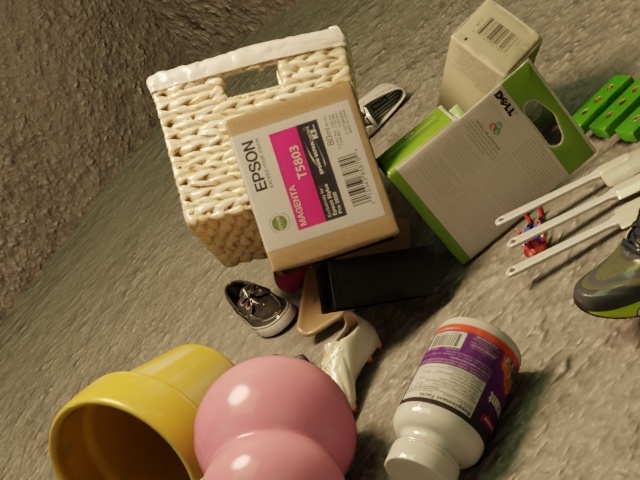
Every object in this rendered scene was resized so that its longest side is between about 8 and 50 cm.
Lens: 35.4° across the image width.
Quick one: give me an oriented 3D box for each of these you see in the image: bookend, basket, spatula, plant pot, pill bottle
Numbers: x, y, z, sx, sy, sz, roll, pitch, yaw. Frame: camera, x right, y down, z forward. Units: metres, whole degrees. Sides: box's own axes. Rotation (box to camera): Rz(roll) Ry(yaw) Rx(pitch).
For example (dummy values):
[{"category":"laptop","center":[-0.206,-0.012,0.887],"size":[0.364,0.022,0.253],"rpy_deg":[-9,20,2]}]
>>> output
[{"category":"bookend","center":[0.081,0.060,1.487],"size":[0.157,0.072,0.156],"rpy_deg":[-8,-6,-7]},{"category":"basket","center":[-0.076,-0.139,1.672],"size":[0.328,0.266,0.331],"rpy_deg":[-14,-15,2]},{"category":"spatula","center":[0.348,-0.041,1.330],"size":[0.242,0.019,0.168],"rpy_deg":[-28,30,18]},{"category":"plant pot","center":[-0.229,0.281,1.485],"size":[0.254,0.254,0.239],"rpy_deg":[-29,9,33]},{"category":"pill bottle","center":[0.148,0.191,1.142],"size":[0.108,0.108,0.193],"rpy_deg":[-16,34,49]}]

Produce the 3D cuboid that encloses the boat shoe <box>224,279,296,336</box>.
[{"category":"boat shoe","center":[-0.118,0.111,1.810],"size":[0.080,0.076,0.228],"rpy_deg":[-46,21,-8]}]

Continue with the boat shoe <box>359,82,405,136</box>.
[{"category":"boat shoe","center":[0.088,-0.262,2.146],"size":[0.226,0.083,0.076],"rpy_deg":[-47,20,-12]}]

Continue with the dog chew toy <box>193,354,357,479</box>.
[{"category":"dog chew toy","center":[-0.057,0.296,1.199],"size":[0.207,0.206,0.332],"rpy_deg":[-34,31,23]}]

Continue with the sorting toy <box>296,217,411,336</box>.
[{"category":"sorting toy","center":[0.061,0.063,1.650],"size":[0.208,0.038,0.193],"rpy_deg":[-29,24,20]}]

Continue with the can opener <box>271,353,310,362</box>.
[{"category":"can opener","center":[-0.048,0.224,1.495],"size":[0.073,0.059,0.186],"rpy_deg":[-38,21,10]}]

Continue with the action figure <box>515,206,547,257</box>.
[{"category":"action figure","center":[0.293,-0.009,1.382],"size":[0.038,0.030,0.115],"rpy_deg":[-26,28,25]}]

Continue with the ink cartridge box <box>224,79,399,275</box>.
[{"category":"ink cartridge box","center":[-0.011,-0.087,1.444],"size":[0.193,0.234,0.088],"rpy_deg":[-19,-5,0]}]

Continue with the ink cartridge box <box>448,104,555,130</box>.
[{"category":"ink cartridge box","center":[0.251,-0.166,1.577],"size":[0.235,0.171,0.056],"rpy_deg":[-41,64,9]}]

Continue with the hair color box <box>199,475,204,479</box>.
[{"category":"hair color box","center":[-0.133,0.380,1.284],"size":[0.072,0.043,0.141],"rpy_deg":[-41,52,2]}]

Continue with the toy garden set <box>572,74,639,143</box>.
[{"category":"toy garden set","center":[0.484,-0.205,1.390],"size":[0.204,0.049,0.244],"rpy_deg":[-44,19,-4]}]

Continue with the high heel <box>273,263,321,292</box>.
[{"category":"high heel","center":[0.000,0.000,1.812],"size":[0.117,0.082,0.244],"rpy_deg":[-37,7,40]}]

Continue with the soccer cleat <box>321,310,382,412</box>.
[{"category":"soccer cleat","center":[0.024,0.187,1.414],"size":[0.068,0.076,0.196],"rpy_deg":[-22,30,43]}]

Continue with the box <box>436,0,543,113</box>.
[{"category":"box","center":[0.265,-0.260,1.611],"size":[0.094,0.113,0.275],"rpy_deg":[-47,-12,-12]}]

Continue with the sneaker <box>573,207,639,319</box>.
[{"category":"sneaker","center":[0.381,-0.037,1.076],"size":[0.300,0.121,0.111],"rpy_deg":[-43,21,1]}]

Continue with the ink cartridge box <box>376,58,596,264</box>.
[{"category":"ink cartridge box","center":[0.241,-0.121,1.463],"size":[0.255,0.189,0.097],"rpy_deg":[-40,20,5]}]
